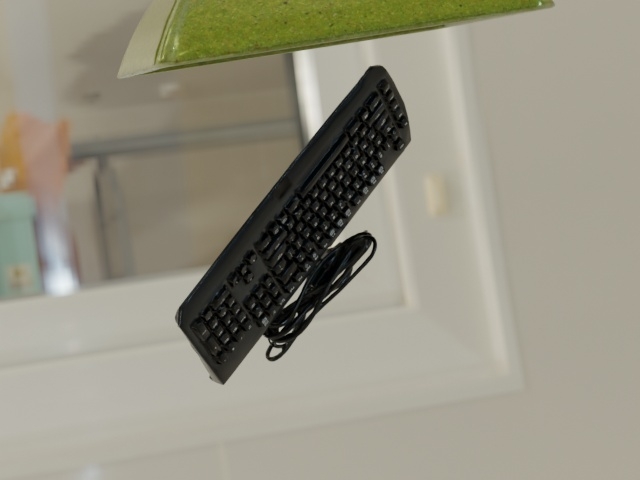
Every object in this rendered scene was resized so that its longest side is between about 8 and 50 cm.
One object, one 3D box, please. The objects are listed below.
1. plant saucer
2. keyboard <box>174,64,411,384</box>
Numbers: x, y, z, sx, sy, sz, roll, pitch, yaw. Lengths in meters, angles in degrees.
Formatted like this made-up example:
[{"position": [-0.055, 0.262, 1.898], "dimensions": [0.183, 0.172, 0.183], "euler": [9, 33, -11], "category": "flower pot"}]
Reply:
[{"position": [-0.003, -0.118, 0.959], "dimensions": [0.188, 0.188, 0.045], "euler": [-163, 64, -78], "category": "plant saucer"}, {"position": [0.000, 0.000, 1.088], "dimensions": [0.038, 0.192, 0.100], "euler": [28, 161, 31], "category": "keyboard"}]
